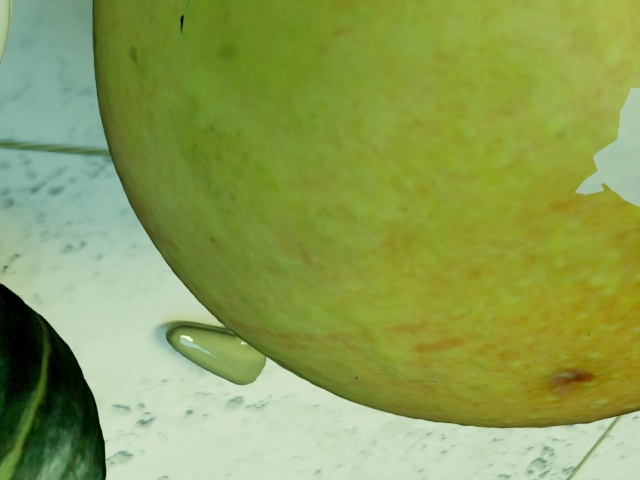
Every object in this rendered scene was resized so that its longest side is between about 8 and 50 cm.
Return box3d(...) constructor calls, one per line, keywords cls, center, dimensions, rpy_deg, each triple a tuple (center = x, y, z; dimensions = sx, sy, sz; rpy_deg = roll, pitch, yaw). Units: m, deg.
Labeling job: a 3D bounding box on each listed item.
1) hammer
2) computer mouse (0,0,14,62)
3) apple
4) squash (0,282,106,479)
box3d(cls="hammer", center=(0.000, 0.000, 0.963), dimensions=(0.195, 0.028, 0.060), rpy_deg=(-44, 135, 15))
box3d(cls="computer mouse", center=(-0.251, -0.097, 0.599), dimensions=(0.297, 0.121, 0.184), rpy_deg=(-3, 145, -11))
box3d(cls="apple", center=(0.083, -0.082, 0.666), dimensions=(0.319, 0.277, 0.319), rpy_deg=(-8, 105, -34))
box3d(cls="squash", center=(-0.206, 0.101, 0.816), dimensions=(0.218, 0.172, 0.218), rpy_deg=(-12, 141, -10))
